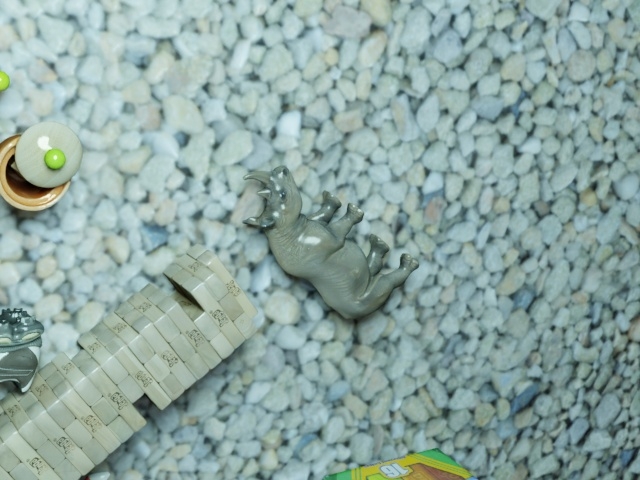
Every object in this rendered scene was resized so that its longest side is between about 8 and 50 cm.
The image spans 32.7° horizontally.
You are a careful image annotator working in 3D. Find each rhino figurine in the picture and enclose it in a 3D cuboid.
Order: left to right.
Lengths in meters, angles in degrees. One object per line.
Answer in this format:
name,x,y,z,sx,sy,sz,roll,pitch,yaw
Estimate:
rhino figurine,0.000,0.000,1.239,0.243,0.073,0.106,40,80,-29

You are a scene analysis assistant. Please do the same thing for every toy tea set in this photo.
toy tea set,-0.380,-0.090,0.975,0.336,0.124,0.200,-9,108,-26

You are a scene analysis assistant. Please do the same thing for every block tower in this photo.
block tower,-0.220,0.147,1.148,0.335,0.091,0.097,-41,118,-14

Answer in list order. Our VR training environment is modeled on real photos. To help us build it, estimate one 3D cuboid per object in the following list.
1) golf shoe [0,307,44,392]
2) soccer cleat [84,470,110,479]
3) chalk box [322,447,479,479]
golf shoe,-0.370,0.123,1.068,0.198,0.077,0.094,-3,105,-27
soccer cleat,-0.239,0.294,1.214,0.035,0.029,0.083,-20,108,-18
chalk box,0.142,0.399,1.297,0.180,0.289,0.179,-8,107,-27
